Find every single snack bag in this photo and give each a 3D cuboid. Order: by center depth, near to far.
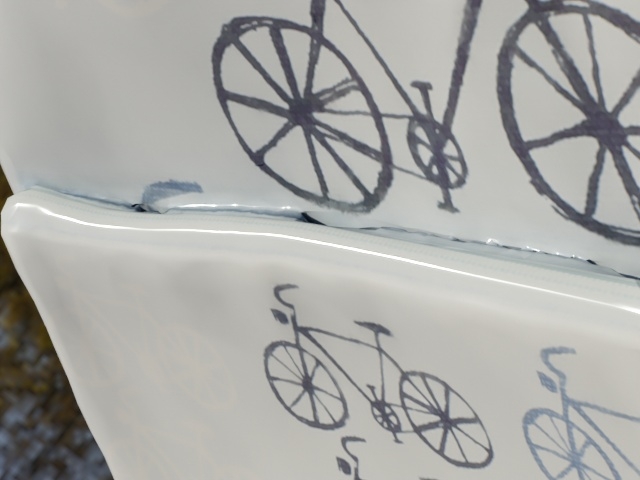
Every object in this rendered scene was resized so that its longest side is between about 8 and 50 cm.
[{"bbox_3d":[0.000,0.000,0.461,0.323,0.037,0.342,8,123,49],"label":"snack bag"}]
